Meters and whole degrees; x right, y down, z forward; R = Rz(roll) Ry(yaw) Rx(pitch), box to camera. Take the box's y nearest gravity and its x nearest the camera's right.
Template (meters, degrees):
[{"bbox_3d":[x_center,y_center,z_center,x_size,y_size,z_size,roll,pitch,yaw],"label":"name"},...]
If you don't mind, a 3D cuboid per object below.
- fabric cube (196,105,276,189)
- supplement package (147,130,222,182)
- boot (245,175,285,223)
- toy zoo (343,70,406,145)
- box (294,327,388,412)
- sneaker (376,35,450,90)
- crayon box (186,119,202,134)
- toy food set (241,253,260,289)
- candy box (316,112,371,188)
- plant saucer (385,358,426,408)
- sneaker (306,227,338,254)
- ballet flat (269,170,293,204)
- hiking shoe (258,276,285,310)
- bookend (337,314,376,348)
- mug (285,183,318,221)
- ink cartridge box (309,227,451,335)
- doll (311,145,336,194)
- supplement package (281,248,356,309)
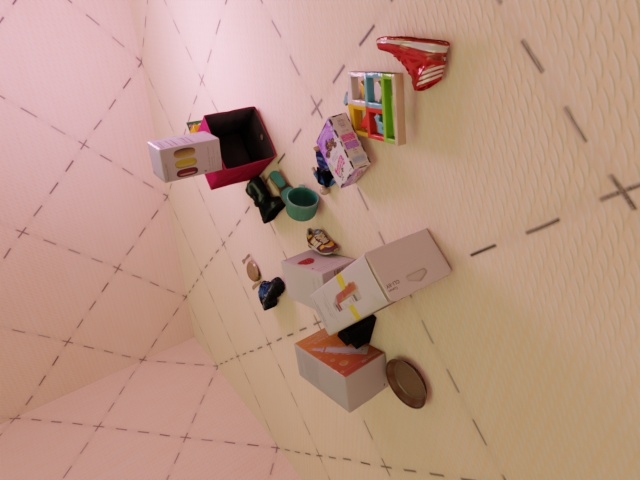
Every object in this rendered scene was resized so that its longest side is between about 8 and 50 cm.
[{"bbox_3d":[-0.393,-0.410,1.882,0.258,0.258,0.254,-29,84,59],"label":"fabric cube"},{"bbox_3d":[-0.537,-0.336,1.666,0.133,0.243,0.139,33,134,42],"label":"supplement package"},{"bbox_3d":[-0.264,-0.210,1.950,0.207,0.094,0.246,61,153,6],"label":"boot"},{"bbox_3d":[0.152,-0.403,1.249,0.293,0.030,0.193,38,141,56],"label":"toy zoo"},{"bbox_3d":[0.080,0.517,1.742,0.345,0.214,0.169,16,120,51],"label":"box"},{"bbox_3d":[0.228,-0.464,1.101,0.221,0.086,0.128,34,132,43],"label":"sneaker"},{"bbox_3d":[-0.513,-0.470,2.072,0.081,0.202,0.319,-25,87,57],"label":"crayon box"},{"bbox_3d":[-0.386,0.176,2.408,0.132,0.038,0.192,-42,67,48],"label":"toy food set"},{"bbox_3d":[0.074,-0.297,1.404,0.197,0.070,0.165,64,160,8],"label":"candy box"},{"bbox_3d":[0.325,0.526,1.555,0.198,0.036,0.199,31,131,43],"label":"plant saucer"},{"bbox_3d":[0.000,0.000,1.706,0.185,0.069,0.084,17,127,50],"label":"sneaker"},{"bbox_3d":[-0.155,-0.218,1.831,0.206,0.073,0.067,59,174,19],"label":"ballet flat"},{"bbox_3d":[-0.280,0.263,2.221,0.132,0.113,0.304,55,145,19],"label":"hiking shoe"},{"bbox_3d":[0.129,0.364,1.641,0.072,0.156,0.157,41,139,36],"label":"bookend"},{"bbox_3d":[-0.070,-0.146,1.692,0.129,0.158,0.098,26,135,16],"label":"mug"},{"bbox_3d":[0.178,0.137,1.333,0.161,0.279,0.384,63,146,11],"label":"ink cartridge box"},{"bbox_3d":[0.011,-0.259,1.567,0.129,0.046,0.189,23,133,37],"label":"doll"},{"bbox_3d":[-0.002,0.158,1.697,0.292,0.177,0.176,11,117,52],"label":"supplement package"}]
